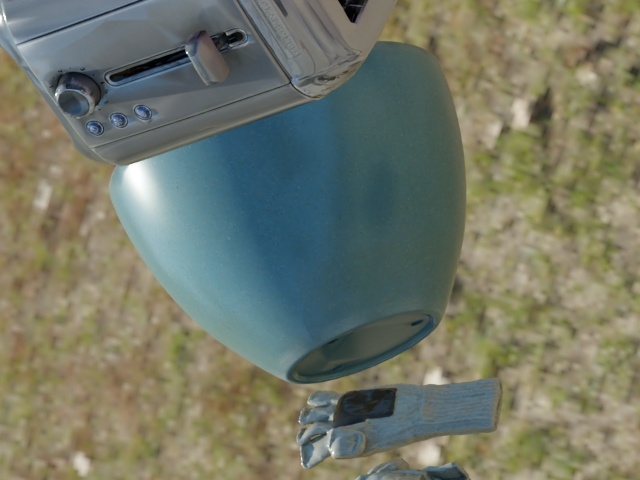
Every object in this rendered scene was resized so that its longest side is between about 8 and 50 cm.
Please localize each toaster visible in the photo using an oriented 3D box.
[{"bbox_3d":[-0.043,-0.143,0.878,0.146,0.129,0.227,-10,37,32],"label":"toaster"}]

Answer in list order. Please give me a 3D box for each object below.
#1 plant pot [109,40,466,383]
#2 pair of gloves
[{"bbox_3d":[0.000,0.000,1.488,0.290,0.290,0.195,-39,66,42],"label":"plant pot"},{"bbox_3d":[0.050,0.200,1.675,0.204,0.042,0.240,-9,29,25],"label":"pair of gloves"}]
